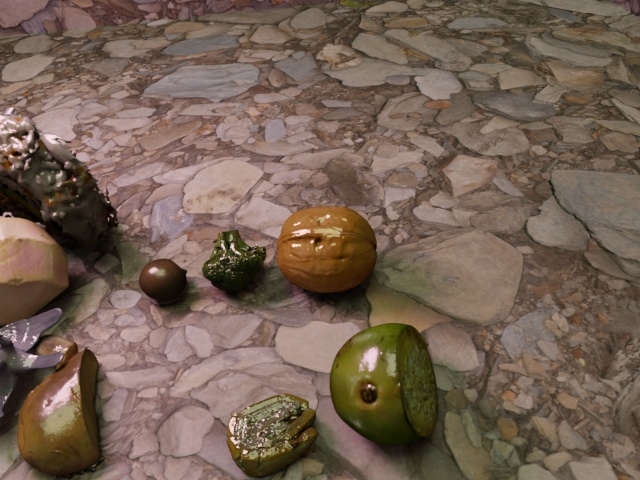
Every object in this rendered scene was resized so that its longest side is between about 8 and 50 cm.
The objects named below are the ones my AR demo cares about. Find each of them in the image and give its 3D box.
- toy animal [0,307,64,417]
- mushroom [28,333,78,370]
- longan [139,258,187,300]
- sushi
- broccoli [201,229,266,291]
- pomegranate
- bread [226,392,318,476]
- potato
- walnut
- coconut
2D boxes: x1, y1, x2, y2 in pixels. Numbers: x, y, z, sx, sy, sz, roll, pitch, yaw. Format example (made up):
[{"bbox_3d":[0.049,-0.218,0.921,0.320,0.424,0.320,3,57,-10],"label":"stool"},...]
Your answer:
[{"bbox_3d":[-0.604,0.228,0.957,0.255,0.176,0.239,9,52,0],"label":"toy animal"},{"bbox_3d":[-0.588,0.220,1.046,0.202,0.054,0.059,8,37,23],"label":"mushroom"},{"bbox_3d":[-0.351,0.087,1.136,0.113,0.092,0.113,-2,16,1],"label":"longan"},{"bbox_3d":[-0.670,-0.124,1.187,0.418,0.417,0.175,15,62,22],"label":"sushi"},{"bbox_3d":[-0.198,0.047,1.142,0.146,0.137,0.162,-9,0,7],"label":"broccoli"},{"bbox_3d":[0.104,0.223,0.862,0.159,0.190,0.241,-13,36,31],"label":"pomegranate"},{"bbox_3d":[-0.080,0.322,0.853,0.156,0.064,0.117,-23,45,-17],"label":"bread"},{"bbox_3d":[-0.476,0.300,0.903,0.138,0.098,0.243,-18,41,-11],"label":"potato"},{"bbox_3d":[0.012,0.017,1.104,0.226,0.193,0.193,8,43,13],"label":"walnut"},{"bbox_3d":[-0.674,0.070,1.091,0.237,0.197,0.236,5,76,-19],"label":"coconut"}]
